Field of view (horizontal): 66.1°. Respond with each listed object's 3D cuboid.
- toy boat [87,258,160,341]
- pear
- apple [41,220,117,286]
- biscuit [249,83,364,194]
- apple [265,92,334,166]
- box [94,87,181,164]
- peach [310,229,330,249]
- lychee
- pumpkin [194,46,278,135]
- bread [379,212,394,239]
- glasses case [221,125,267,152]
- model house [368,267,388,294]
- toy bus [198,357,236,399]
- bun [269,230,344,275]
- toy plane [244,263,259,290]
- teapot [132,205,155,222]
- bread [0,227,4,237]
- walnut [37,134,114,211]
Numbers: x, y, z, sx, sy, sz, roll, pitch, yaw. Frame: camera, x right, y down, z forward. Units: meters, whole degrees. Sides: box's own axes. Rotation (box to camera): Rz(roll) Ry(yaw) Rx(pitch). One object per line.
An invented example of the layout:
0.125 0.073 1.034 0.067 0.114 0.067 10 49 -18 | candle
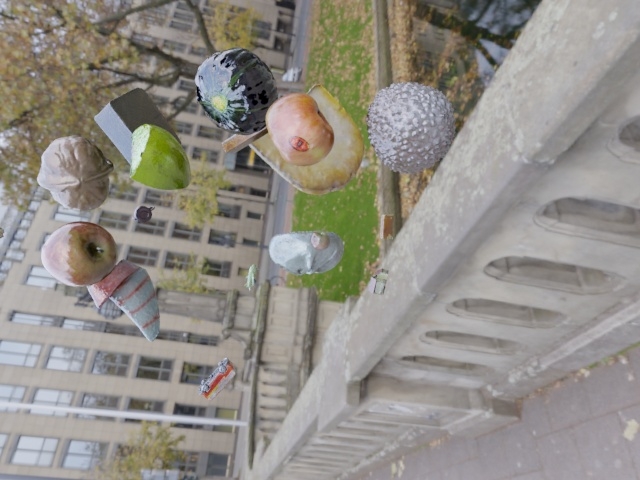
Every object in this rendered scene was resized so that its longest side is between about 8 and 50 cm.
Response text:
-0.637 0.212 1.691 0.096 0.282 0.206 -31 11 49 | toy boat
-0.549 -0.295 1.771 0.139 0.239 0.288 -39 42 19 | pear
-0.685 0.040 1.398 0.174 0.188 0.188 -20 52 33 | apple
-0.019 -0.422 2.154 0.429 0.446 0.104 -52 12 -15 | biscuit
-0.057 -0.313 1.394 0.209 0.164 0.209 60 -170 -18 | apple
-0.725 -0.441 1.966 0.143 0.273 0.184 -19 24 40 | box
0.000 0.000 1.953 0.083 0.083 0.083 -171 90 -80 | peach
0.290 -0.358 1.554 0.300 0.300 0.300 -171 90 -80 | lychee
-0.270 -0.514 1.682 0.296 0.296 0.295 -171 90 -80 | pumpkin
0.208 -0.045 1.553 0.036 0.047 0.083 27 119 55 | bread
-0.276 -0.409 1.898 0.049 0.218 0.075 66 -153 -1 | glasses case
0.209 0.146 1.768 0.057 0.058 0.083 -60 -20 -63 | model house
-0.419 0.568 2.014 0.174 0.077 0.079 -47 14 -8 | toy bus
-0.068 0.058 2.195 0.354 0.355 0.194 157 110 -79 | bun
-0.286 0.152 2.049 0.102 0.040 0.111 33 106 59 | toy plane
-0.728 -0.113 2.022 0.045 0.100 0.067 29 148 51 | teapot
-1.072 -0.026 1.560 0.062 0.109 0.043 47 -134 -86 | bread
-0.844 -0.232 1.705 0.273 0.227 0.273 -32 52 53 | walnut
